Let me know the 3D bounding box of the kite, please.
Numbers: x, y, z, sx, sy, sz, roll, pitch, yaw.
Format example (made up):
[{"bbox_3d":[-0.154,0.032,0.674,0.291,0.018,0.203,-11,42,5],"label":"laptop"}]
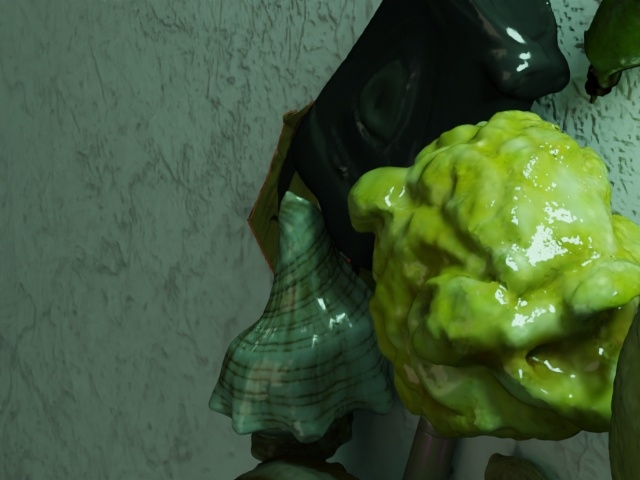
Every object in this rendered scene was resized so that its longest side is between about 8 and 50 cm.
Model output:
[{"bbox_3d":[0.002,0.000,1.364,0.377,0.013,0.328,-6,91,59],"label":"kite"}]

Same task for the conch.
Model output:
[{"bbox_3d":[-0.019,0.143,1.260,0.170,0.203,0.386,-76,-8,-46],"label":"conch"}]

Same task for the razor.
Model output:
[{"bbox_3d":[0.094,-0.127,1.087,0.349,0.113,0.204,-54,51,47],"label":"razor"}]

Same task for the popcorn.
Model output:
[{"bbox_3d":[0.147,0.031,0.917,0.241,0.235,0.250,-18,99,33],"label":"popcorn"}]

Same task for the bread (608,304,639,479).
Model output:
[{"bbox_3d":[0.292,0.068,0.597,0.320,0.320,0.237,-64,36,42],"label":"bread"}]

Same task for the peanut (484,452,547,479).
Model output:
[{"bbox_3d":[0.186,0.230,1.052,0.113,0.053,0.054,43,130,52],"label":"peanut"}]

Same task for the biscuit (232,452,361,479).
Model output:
[{"bbox_3d":[0.017,0.367,1.215,0.332,0.103,0.332,30,136,33],"label":"biscuit"}]

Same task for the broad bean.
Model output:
[{"bbox_3d":[0.268,-0.213,0.830,0.339,0.061,0.077,119,147,-43],"label":"broad bean"}]

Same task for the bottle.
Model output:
[{"bbox_3d":[0.112,0.216,1.179,0.045,0.045,0.096,42,128,49],"label":"bottle"}]
